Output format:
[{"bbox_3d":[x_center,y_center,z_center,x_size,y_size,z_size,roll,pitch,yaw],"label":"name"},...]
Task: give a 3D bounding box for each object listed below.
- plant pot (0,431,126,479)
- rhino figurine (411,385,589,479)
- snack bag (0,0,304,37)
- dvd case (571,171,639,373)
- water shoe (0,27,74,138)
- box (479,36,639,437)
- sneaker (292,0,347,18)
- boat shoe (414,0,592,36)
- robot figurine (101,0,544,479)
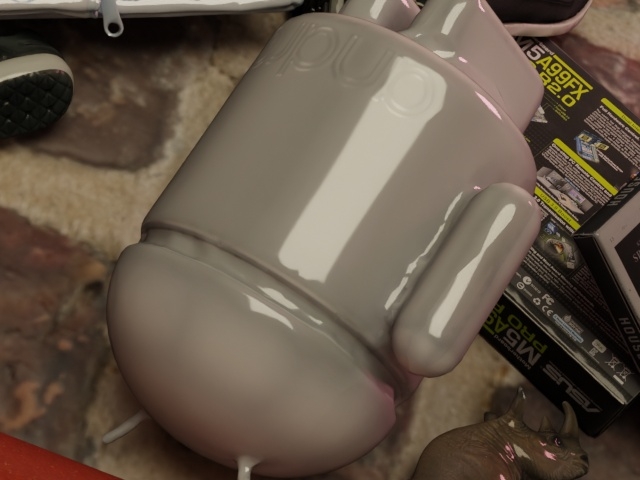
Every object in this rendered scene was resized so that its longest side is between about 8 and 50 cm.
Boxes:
[{"bbox_3d":[-0.156,0.220,0.792,0.265,0.272,0.272,18,55,-15],"label":"plant pot"},{"bbox_3d":[0.100,0.178,0.998,0.106,0.073,0.243,42,55,8],"label":"rhino figurine"},{"bbox_3d":[-0.189,-0.298,1.152,0.342,0.037,0.323,-3,66,-17],"label":"snack bag"},{"bbox_3d":[0.285,0.049,1.090,0.179,0.029,0.239,-39,109,-32],"label":"dvd case"},{"bbox_3d":[-0.276,-0.101,1.073,0.203,0.073,0.080,-9,39,-26],"label":"water shoe"},{"bbox_3d":[0.177,-0.018,1.154,0.270,0.060,0.216,43,56,12],"label":"box"},{"bbox_3d":[0.045,-0.178,1.191,0.124,0.107,0.283,14,55,-15],"label":"sneaker"},{"bbox_3d":[0.143,-0.214,1.166,0.114,0.091,0.302,41,37,14],"label":"boat shoe"},{"bbox_3d":[0.000,0.000,0.975,0.200,0.300,0.353,44,71,-35],"label":"robot figurine"}]
